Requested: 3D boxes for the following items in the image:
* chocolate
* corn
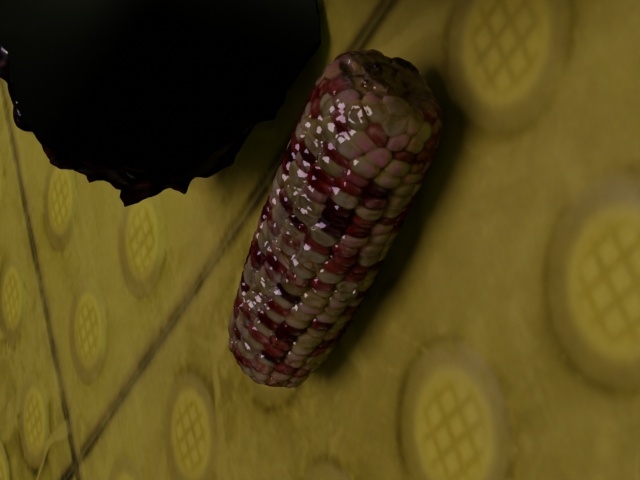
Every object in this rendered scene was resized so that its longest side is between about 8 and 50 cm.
[{"bbox_3d":[-0.126,-0.120,0.913,0.206,0.224,0.177,40,161,13],"label":"chocolate"},{"bbox_3d":[0.000,0.000,0.762,0.086,0.086,0.253,61,138,40],"label":"corn"}]
